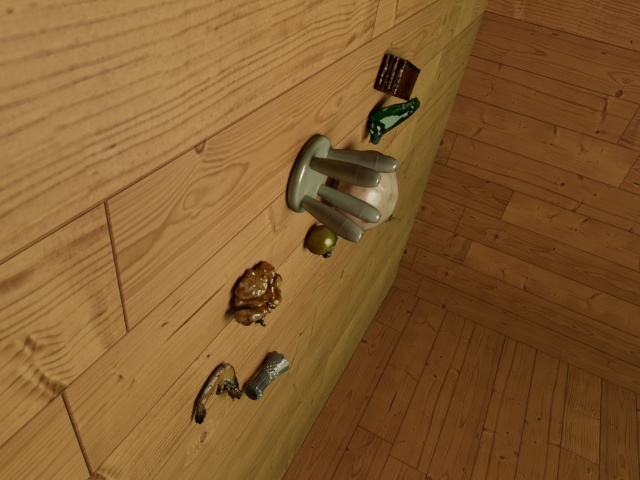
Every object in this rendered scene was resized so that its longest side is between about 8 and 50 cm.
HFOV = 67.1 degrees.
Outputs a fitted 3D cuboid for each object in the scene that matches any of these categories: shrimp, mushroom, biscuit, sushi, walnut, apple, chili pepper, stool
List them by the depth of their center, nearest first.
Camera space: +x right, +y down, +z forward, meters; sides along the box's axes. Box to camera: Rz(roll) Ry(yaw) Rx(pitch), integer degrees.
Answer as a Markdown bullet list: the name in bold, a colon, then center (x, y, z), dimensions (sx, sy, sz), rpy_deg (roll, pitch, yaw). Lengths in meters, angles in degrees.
- **walnut**: center (-0.135, 0.125, 1.105), dimensions (0.170, 0.069, 0.142), rpy_deg (-36, 132, -63)
- **stool**: center (0.049, -0.124, 1.133), dimensions (0.195, 0.199, 0.195), rpy_deg (-38, 149, -57)
- **shrimp**: center (-0.248, 0.386, 1.173), dimensions (0.147, 0.035, 0.195), rpy_deg (-59, 157, -33)
- **apple**: center (0.000, 0.000, 1.383), dimensions (0.089, 0.074, 0.089), rpy_deg (-43, 169, -11)
- **mushroom**: center (0.123, -0.135, 1.388), dimensions (0.254, 0.184, 0.254), rpy_deg (-55, 163, -26)
- **biscuit**: center (0.237, -0.491, 1.468), dimensions (0.252, 0.070, 0.106), rpy_deg (-29, 141, -67)
- **chili pepper**: center (0.223, -0.385, 1.501), dimensions (0.216, 0.062, 0.108), rpy_deg (-38, 158, -13)
- **sushi**: center (0.021, 0.006, 1.503), dimensions (0.083, 0.056, 0.084), rpy_deg (-49, 157, -67)

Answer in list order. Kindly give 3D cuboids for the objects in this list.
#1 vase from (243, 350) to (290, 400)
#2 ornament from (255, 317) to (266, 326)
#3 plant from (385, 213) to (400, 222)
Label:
- **vase**: center (-0.164, 0.404, 1.429), dimensions (0.149, 0.081, 0.081), rpy_deg (-42, 151, -48)
- **ornament**: center (-0.150, 0.181, 1.231), dimensions (0.073, 0.028, 0.125), rpy_deg (-65, 167, -9)
- **plant**: center (0.299, -0.108, 2.156), dimensions (0.104, 0.122, 0.116), rpy_deg (-61, 175, 24)
